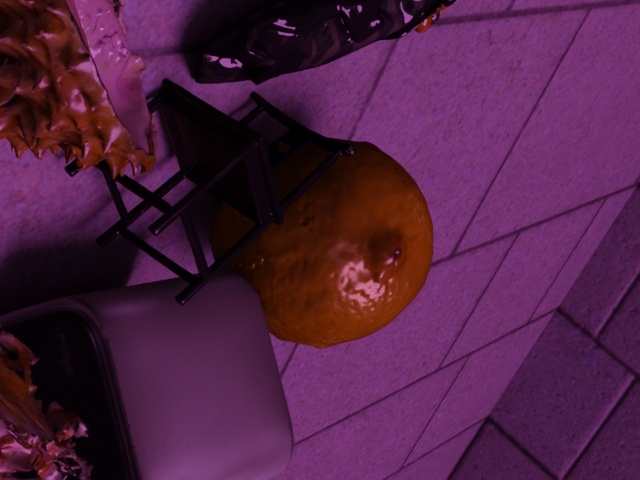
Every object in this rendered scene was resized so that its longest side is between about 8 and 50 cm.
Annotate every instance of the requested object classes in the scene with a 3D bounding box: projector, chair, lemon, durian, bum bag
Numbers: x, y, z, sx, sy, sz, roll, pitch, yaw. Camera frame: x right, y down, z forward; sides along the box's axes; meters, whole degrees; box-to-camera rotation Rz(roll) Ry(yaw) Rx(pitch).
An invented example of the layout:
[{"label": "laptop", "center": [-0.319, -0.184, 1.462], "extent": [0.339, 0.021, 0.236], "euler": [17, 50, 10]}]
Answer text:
[{"label": "projector", "center": [-0.211, 0.178, 1.247], "extent": [0.249, 0.248, 0.249], "euler": [-17, 175, 35]}, {"label": "chair", "center": [-0.106, -0.081, 1.201], "extent": [0.260, 0.155, 0.141], "euler": [-44, 148, -23]}, {"label": "lemon", "center": [0.002, 0.000, 1.372], "extent": [0.260, 0.260, 0.284], "euler": [-49, -166, 2]}, {"label": "durian", "center": [-0.202, -0.136, 0.936], "extent": [0.186, 0.195, 0.305], "euler": [-35, 155, -13]}, {"label": "bum bag", "center": [0.008, -0.236, 1.235], "extent": [0.340, 0.095, 0.144], "euler": [-27, -172, -32]}]

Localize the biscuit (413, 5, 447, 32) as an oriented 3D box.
[{"label": "biscuit", "center": [0.138, -0.317, 1.398], "extent": [0.170, 0.050, 0.170], "euler": [-37, 153, -22]}]

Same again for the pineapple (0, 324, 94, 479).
[{"label": "pineapple", "center": [-0.376, 0.152, 0.881], "extent": [0.300, 0.352, 0.352], "euler": [-48, 156, 1]}]
